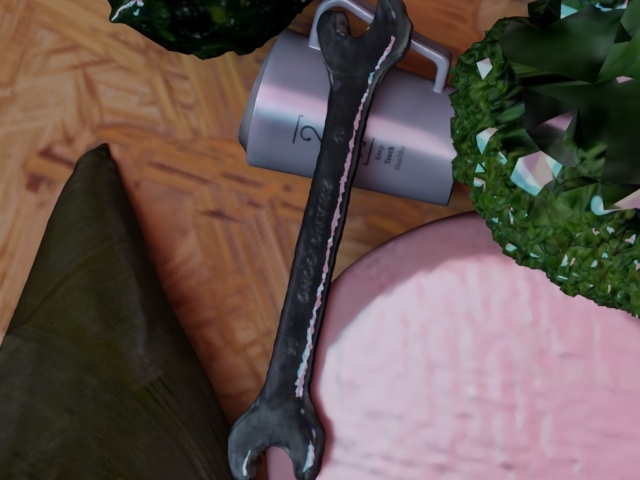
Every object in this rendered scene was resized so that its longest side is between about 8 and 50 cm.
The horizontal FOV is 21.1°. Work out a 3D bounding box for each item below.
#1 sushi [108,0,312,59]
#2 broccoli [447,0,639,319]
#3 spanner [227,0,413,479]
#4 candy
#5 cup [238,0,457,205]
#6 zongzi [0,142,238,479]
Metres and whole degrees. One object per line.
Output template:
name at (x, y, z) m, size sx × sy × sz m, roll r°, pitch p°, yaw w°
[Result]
sushi at (-0.051, -0.204, 0.830) m, size 0.124 × 0.127 × 0.225 m, roll 4°, pitch 111°, yaw 14°
broccoli at (0.243, -0.084, 0.746) m, size 0.310 × 0.321 × 0.413 m, roll -48°, pitch 38°, yaw 43°
spanner at (0.000, 0.000, 0.851) m, size 0.054 × 0.015 × 0.255 m, roll 12°, pitch 89°, yaw 30°
candy at (0.087, 0.103, 0.888) m, size 0.255 × 0.094 × 0.255 m, roll 1°, pitch 94°, yaw 10°
cup at (0.023, -0.076, 0.897) m, size 0.116 × 0.074 × 0.104 m, roll 15°, pitch 114°, yaw 6°
zongzi at (-0.139, 0.147, 0.804) m, size 0.174 × 0.356 × 0.393 m, roll -12°, pitch 89°, yaw 18°
